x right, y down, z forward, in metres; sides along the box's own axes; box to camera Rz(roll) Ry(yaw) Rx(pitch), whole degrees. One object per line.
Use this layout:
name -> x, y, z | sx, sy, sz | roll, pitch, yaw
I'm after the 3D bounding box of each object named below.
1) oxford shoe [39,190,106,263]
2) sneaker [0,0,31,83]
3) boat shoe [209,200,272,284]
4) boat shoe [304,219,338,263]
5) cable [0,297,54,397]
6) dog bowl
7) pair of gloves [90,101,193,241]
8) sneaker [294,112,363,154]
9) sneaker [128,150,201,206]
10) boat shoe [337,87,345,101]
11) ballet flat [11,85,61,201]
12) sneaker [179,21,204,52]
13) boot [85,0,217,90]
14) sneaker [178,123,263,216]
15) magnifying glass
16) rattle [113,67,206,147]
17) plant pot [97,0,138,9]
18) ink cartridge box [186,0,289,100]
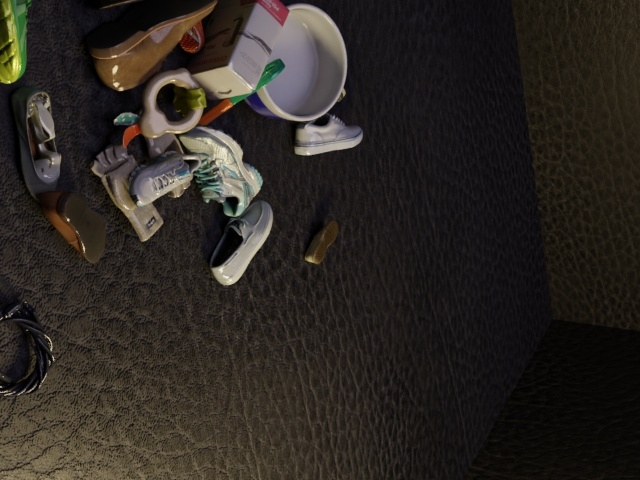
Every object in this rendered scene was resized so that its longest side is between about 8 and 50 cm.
oxford shoe -> -0.456, -0.030, 1.792 | 0.212, 0.076, 0.076 | 75, 33, -56
sneaker -> -0.507, -0.409, 1.600 | 0.123, 0.109, 0.295 | -12, 105, -52
boat shoe -> -0.182, -0.009, 2.208 | 0.227, 0.079, 0.081 | -63, 147, -24
boat shoe -> 0.000, 0.000, 2.528 | 0.135, 0.045, 0.050 | -58, 132, -29
cable -> -0.543, 0.202, 1.707 | 0.150, 0.047, 0.184 | -41, 129, -47
dog bowl -> -0.069, -0.409, 2.231 | 0.265, 0.104, 0.265 | -8, 102, -40
pair of gloves -> -0.352, -0.143, 1.949 | 0.204, 0.042, 0.240 | 63, 39, -33
sneaker -> 0.028, -0.282, 2.476 | 0.258, 0.094, 0.091 | -23, 119, -53
sneaker -> -0.303, -0.129, 1.909 | 0.191, 0.083, 0.071 | -50, 130, -48
boat shoe -> -0.023, -0.392, 2.401 | 0.223, 0.080, 0.073 | 32, 75, -49
ballet flat -> -0.492, -0.165, 1.704 | 0.072, 0.068, 0.213 | -33, 123, -51
sneaker -> -0.282, -0.477, 2.004 | 0.067, 0.064, 0.175 | -74, 158, -66
boot -> -0.322, -0.401, 1.897 | 0.305, 0.112, 0.115 | -39, 141, -30
sneaker -> -0.222, -0.148, 2.099 | 0.283, 0.110, 0.122 | 47, 60, -50
magnifying glass -> -0.174, -0.315, 2.077 | 0.026, 0.231, 0.092 | 51, 6, -20
rattle -> -0.336, -0.258, 1.927 | 0.199, 0.143, 0.130 | -43, 128, -13
plant pot -> -0.353, -0.527, 1.790 | 0.167, 0.167, 0.165 | -32, 113, -51
ink cartridge box -> -0.180, -0.417, 2.059 | 0.092, 0.158, 0.218 | 37, 63, -38
